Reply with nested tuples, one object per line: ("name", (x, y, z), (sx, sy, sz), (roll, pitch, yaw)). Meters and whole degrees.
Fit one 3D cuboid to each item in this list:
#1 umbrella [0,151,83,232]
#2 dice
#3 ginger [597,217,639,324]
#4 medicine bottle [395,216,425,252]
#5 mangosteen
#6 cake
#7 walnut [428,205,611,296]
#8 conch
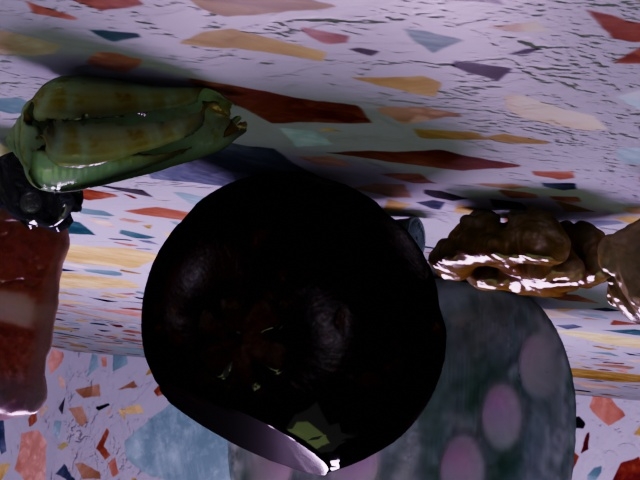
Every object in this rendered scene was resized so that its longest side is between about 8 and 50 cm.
("umbrella", (-0.261, -0.042, 1.509), (0.071, 0.080, 0.224), (-27, -177, -13))
("dice", (0.103, 0.220, 2.041), (0.330, 0.348, 0.328), (-9, 162, 43))
("ginger", (0.343, 0.035, 1.298), (0.218, 0.123, 0.270), (-1, 169, 29))
("medicine bottle", (0.000, 0.000, 1.587), (0.208, 0.054, 0.090), (-2, 166, 29))
("mangosteen", (-0.017, 0.078, 1.429), (0.287, 0.233, 0.287), (18, 162, 6))
("cake", (-0.442, 0.052, 1.681), (0.308, 0.237, 0.230), (16, 168, -39))
("walnut", (0.181, 0.008, 1.446), (0.143, 0.069, 0.170), (15, 167, -36))
("conch", (-0.137, -0.081, 1.130), (0.170, 0.079, 0.106), (-8, 177, 0))
